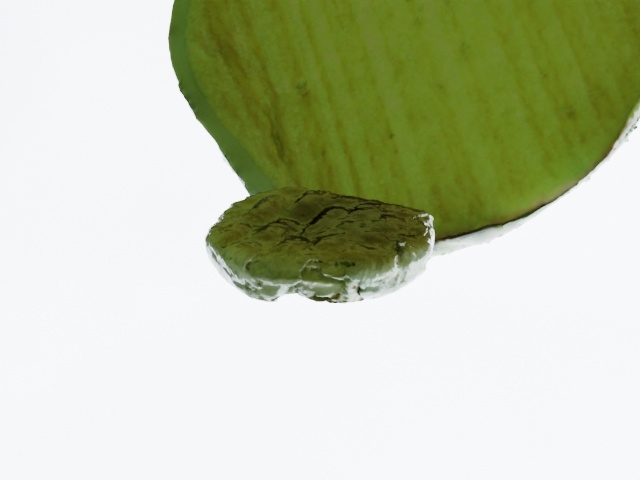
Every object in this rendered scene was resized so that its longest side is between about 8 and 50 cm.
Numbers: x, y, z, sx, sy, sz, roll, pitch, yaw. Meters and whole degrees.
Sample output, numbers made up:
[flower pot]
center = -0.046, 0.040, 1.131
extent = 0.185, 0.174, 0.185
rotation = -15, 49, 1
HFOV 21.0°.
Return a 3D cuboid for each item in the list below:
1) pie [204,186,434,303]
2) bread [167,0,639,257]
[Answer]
[pie]
center = 0.000, 0.000, 0.624
extent = 0.084, 0.020, 0.084
rotation = -1, -156, 0
[bread]
center = 0.059, -0.129, 0.956
extent = 0.301, 0.045, 0.301
rotation = -7, -112, 18
